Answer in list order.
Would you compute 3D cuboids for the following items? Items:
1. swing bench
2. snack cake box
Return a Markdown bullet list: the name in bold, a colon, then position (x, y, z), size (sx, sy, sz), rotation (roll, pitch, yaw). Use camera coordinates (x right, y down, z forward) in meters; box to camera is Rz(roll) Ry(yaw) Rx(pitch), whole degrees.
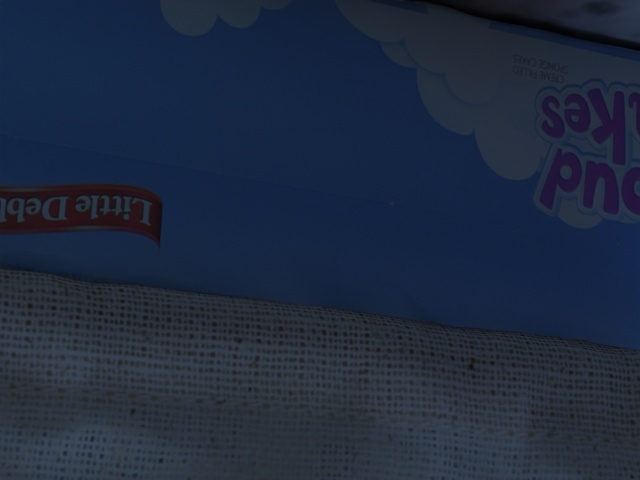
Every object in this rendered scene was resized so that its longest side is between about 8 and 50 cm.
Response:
- **swing bench**: position (-0.048, 0.115, 0.451), size (0.253, 0.165, 0.255), rotation (8, 161, -16)
- **snack cake box**: position (0.000, 0.000, 0.500), size (0.264, 0.089, 0.152), rotation (9, 160, -23)
